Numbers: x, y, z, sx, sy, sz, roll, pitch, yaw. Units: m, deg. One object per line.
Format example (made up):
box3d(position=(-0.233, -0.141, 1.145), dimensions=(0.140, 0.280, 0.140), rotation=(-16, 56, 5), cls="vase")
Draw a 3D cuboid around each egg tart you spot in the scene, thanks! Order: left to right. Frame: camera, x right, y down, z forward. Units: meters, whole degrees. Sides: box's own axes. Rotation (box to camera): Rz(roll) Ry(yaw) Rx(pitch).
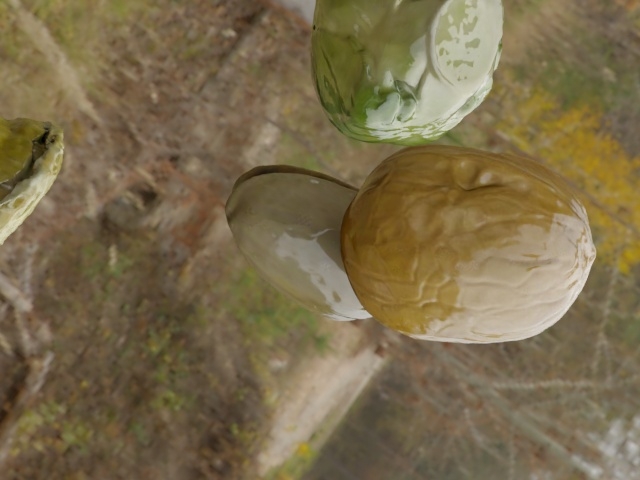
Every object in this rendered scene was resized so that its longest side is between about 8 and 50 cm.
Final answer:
box3d(position=(-0.456, -0.055, 1.432), dimensions=(0.345, 0.132, 0.345), rotation=(-31, -155, 16), cls="egg tart")

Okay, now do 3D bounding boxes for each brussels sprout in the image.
box3d(position=(0.055, -0.130, 0.772), dimensions=(0.118, 0.155, 0.155), rotation=(1, 135, -32), cls="brussels sprout")

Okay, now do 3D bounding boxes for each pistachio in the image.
box3d(position=(0.000, 0.000, 1.234), dimensions=(0.131, 0.206, 0.129), rotation=(-57, -170, 2), cls="pistachio")

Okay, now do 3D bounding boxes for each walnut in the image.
box3d(position=(0.131, 0.005, 1.105), dimensions=(0.193, 0.226, 0.193), rotation=(4, 90, -83), cls="walnut")
